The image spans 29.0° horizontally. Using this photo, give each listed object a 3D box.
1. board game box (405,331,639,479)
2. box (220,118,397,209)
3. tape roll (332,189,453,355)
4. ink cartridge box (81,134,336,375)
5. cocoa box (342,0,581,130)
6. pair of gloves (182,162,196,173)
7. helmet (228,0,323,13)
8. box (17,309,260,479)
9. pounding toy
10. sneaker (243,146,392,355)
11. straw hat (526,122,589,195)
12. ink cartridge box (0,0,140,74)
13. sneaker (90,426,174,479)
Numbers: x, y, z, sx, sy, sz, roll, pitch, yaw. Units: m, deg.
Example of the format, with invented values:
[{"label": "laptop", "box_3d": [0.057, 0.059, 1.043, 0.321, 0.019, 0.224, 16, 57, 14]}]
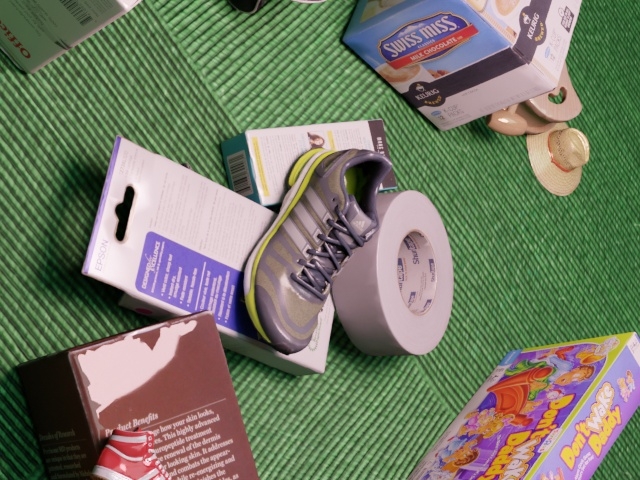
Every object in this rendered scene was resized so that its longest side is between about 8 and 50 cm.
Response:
[{"label": "board game box", "box_3d": [0.280, 0.269, 1.689, 0.347, 0.233, 0.078, -43, 108, -39]}, {"label": "box", "box_3d": [-0.012, -0.100, 1.649, 0.244, 0.060, 0.100, -9, 85, -41]}, {"label": "tape roll", "box_3d": [0.099, 0.045, 1.656, 0.219, 0.072, 0.219, 14, 73, -57]}, {"label": "ink cartridge box", "box_3d": [-0.130, 0.028, 1.504, 0.371, 0.069, 0.175, 28, 63, -38]}, {"label": "cocoa box", "box_3d": [0.228, -0.382, 1.811, 0.228, 0.231, 0.347, 38, 57, -27]}, {"label": "pair of gloves", "box_3d": [-0.181, -0.058, 1.528, 0.083, 0.010, 0.074, -8, 84, -42]}, {"label": "helmet", "box_3d": [-0.048, -0.381, 1.622, 0.169, 0.162, 0.169, 11, 72, -38]}, {"label": "box", "box_3d": [-0.177, 0.286, 1.362, 0.191, 0.143, 0.381, -14, 90, -41]}, {"label": "pounding toy", "box_3d": [0.351, -0.265, 1.923, 0.154, 0.155, 0.269, 24, 67, -21]}, {"label": "sneaker", "box_3d": [0.000, 0.000, 1.507, 0.111, 0.121, 0.299, 36, 57, -31]}, {"label": "straw hat", "box_3d": [0.402, -0.149, 2.014, 0.145, 0.061, 0.144, 12, 71, -38]}, {"label": "ink cartridge box", "box_3d": [-0.296, -0.294, 1.352, 0.158, 0.218, 0.092, 50, 48, -19]}, {"label": "sneaker", "box_3d": [-0.171, 0.233, 1.262, 0.118, 0.042, 0.067, 32, 64, -27]}]
